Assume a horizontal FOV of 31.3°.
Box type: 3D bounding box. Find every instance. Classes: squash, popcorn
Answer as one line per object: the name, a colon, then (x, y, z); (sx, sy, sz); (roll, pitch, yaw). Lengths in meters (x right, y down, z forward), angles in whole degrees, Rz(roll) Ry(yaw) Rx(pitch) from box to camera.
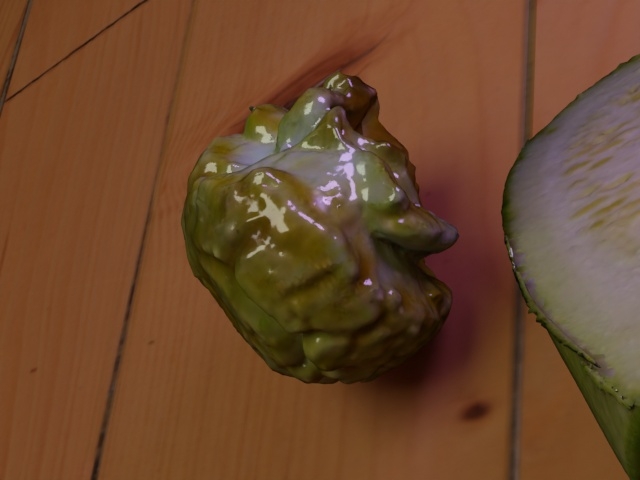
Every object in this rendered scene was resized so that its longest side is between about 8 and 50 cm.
squash: (0.204, -0.042, 0.570); (0.234, 0.210, 0.309); (-34, 47, 14)
popcorn: (0.000, 0.000, 0.805); (0.184, 0.204, 0.221); (-34, 37, 6)
